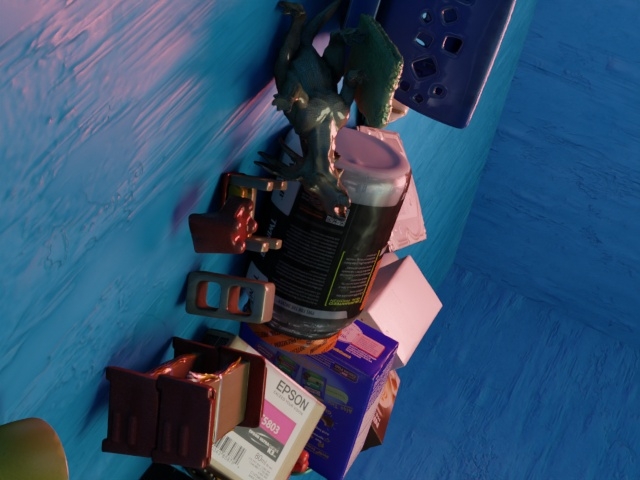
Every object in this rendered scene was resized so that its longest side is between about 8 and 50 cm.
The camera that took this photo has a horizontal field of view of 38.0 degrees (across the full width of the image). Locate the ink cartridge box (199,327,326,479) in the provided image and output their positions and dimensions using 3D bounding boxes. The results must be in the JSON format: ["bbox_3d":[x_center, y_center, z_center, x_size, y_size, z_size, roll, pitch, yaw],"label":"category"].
[{"bbox_3d":[-0.129,0.285,1.491,0.235,0.088,0.193,43,67,-31],"label":"ink cartridge box"}]

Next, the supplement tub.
[{"bbox_3d":[0.000,0.000,1.482,0.207,0.207,0.338,-37,149,-62],"label":"supplement tub"}]

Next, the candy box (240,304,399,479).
[{"bbox_3d":[-0.023,0.261,1.722,0.122,0.268,0.317,-44,156,-46],"label":"candy box"}]

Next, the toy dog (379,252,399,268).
[{"bbox_3d":[0.148,0.163,2.391,0.333,0.161,0.220,-59,165,-20],"label":"toy dog"}]

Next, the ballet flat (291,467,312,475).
[{"bbox_3d":[-0.008,0.363,1.958,0.342,0.116,0.124,-35,127,-64],"label":"ballet flat"}]

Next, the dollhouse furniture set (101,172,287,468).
[{"bbox_3d":[-0.166,0.093,1.253,0.201,0.152,0.374,-12,109,-72],"label":"dollhouse furniture set"}]

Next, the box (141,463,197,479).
[{"bbox_3d":[-0.218,0.615,1.574,0.212,0.294,0.395,-50,161,-44],"label":"box"}]

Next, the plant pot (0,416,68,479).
[{"bbox_3d":[-0.329,0.247,0.925,0.095,0.134,0.134,7,111,-46],"label":"plant pot"}]

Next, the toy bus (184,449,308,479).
[{"bbox_3d":[-0.125,0.378,1.678,0.149,0.211,0.220,-57,165,-35],"label":"toy bus"}]

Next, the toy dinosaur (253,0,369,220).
[{"bbox_3d":[-0.019,-0.190,1.247,0.200,0.127,0.295,114,-24,-60],"label":"toy dinosaur"}]

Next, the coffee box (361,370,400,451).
[{"bbox_3d":[0.081,0.319,1.956,0.141,0.098,0.246,62,23,-16],"label":"coffee box"}]

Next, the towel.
[{"bbox_3d":[0.069,-0.223,1.213,0.148,0.027,0.110,-113,-149,-49],"label":"towel"}]

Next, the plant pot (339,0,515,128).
[{"bbox_3d":[0.144,-0.331,1.339,0.236,0.212,0.236,-81,-172,-58],"label":"plant pot"}]

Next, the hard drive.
[{"bbox_3d":[0.121,-0.097,1.783,0.339,0.064,0.236,-11,87,-71],"label":"hard drive"}]

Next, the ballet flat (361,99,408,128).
[{"bbox_3d":[0.123,-0.267,1.711,0.083,0.087,0.247,-60,166,-20],"label":"ballet flat"}]

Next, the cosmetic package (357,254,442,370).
[{"bbox_3d":[0.090,0.170,1.862,0.224,0.138,0.224,-26,-165,37],"label":"cosmetic package"}]
